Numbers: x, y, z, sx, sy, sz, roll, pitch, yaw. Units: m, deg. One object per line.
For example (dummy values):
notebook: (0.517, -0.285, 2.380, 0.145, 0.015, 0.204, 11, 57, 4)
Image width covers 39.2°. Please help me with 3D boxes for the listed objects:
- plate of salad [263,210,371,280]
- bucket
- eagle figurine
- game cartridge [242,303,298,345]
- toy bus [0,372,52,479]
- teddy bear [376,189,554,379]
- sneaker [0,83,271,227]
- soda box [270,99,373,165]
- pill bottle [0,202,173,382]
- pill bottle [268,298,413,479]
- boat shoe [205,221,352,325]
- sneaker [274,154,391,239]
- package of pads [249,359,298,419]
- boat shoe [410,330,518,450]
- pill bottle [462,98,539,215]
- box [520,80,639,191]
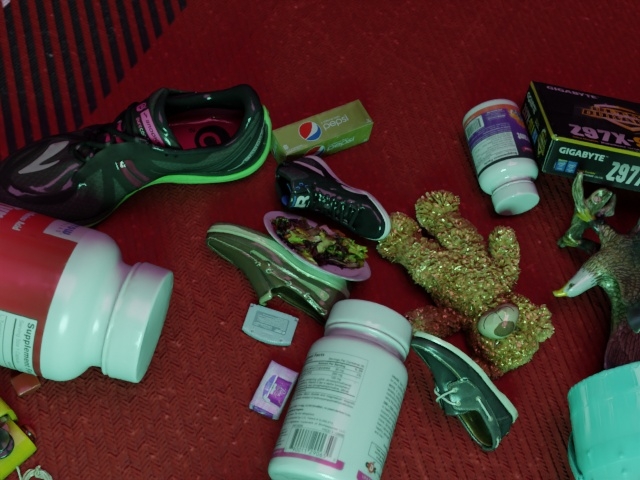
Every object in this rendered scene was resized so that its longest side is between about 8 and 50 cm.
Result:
plate of salad: (0.000, 0.000, 1.468, 0.199, 0.048, 0.200, 27, 19, -10)
bucket: (0.505, 0.298, 1.337, 0.281, 0.281, 0.183, 0, 62, -9)
eagle figurine: (0.499, 0.066, 1.489, 0.226, 0.225, 0.298, 21, 31, -47)
game cartridge: (-0.083, 0.139, 1.462, 0.083, 0.017, 0.056, 18, 58, 1)
toy bus: (-0.487, 0.263, 1.283, 0.202, 0.104, 0.191, 1, 63, -8)
teddy bear: (0.238, 0.062, 1.500, 0.245, 0.113, 0.338, -13, 66, -13)
sneaker: (-0.310, -0.161, 1.473, 0.482, 0.202, 0.185, -21, 68, -19)
soda box: (0.002, -0.189, 1.617, 0.181, 0.061, 0.058, -23, 68, -19)
pill bottle: (-0.438, 0.072, 1.320, 0.407, 0.229, 0.229, 16, 62, -1)
pill bottle: (0.039, 0.242, 1.347, 0.160, 0.160, 0.283, 20, 62, 1)
boat shoe: (-0.079, 0.058, 1.463, 0.257, 0.095, 0.095, 24, 68, 3)
sneaker: (0.006, -0.059, 1.515, 0.217, 0.079, 0.121, 39, 37, 27)
package of pads: (-0.072, 0.234, 1.406, 0.050, 0.032, 0.083, 24, 62, 5)
boat shoe: (0.214, 0.230, 1.382, 0.233, 0.084, 0.079, 48, 68, -21)
pill bottle: (0.330, -0.148, 1.623, 0.108, 0.108, 0.194, -5, 65, -12)
box: (0.542, -0.181, 1.627, 0.322, 0.079, 0.257, 11, 33, -3)
